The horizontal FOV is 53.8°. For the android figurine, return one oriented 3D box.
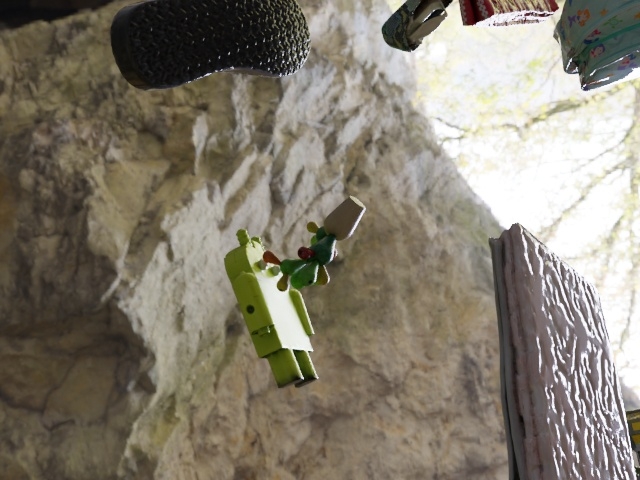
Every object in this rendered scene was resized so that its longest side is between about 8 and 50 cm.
[{"bbox_3d":[-0.081,0.109,1.050,0.056,0.273,0.248,-25,161,10],"label":"android figurine"}]

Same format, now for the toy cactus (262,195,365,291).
[{"bbox_3d":[0.000,0.000,1.045,0.180,0.112,0.219,-52,175,15],"label":"toy cactus"}]

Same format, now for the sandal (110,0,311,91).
[{"bbox_3d":[-0.177,-0.351,1.071,0.107,0.168,0.445,6,-160,36],"label":"sandal"}]

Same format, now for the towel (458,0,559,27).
[{"bbox_3d":[0.188,-0.323,0.653,0.031,0.199,0.275,-6,-166,35],"label":"towel"}]

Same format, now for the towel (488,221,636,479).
[{"bbox_3d":[0.298,0.180,0.758,0.053,0.332,0.317,-18,149,36],"label":"towel"}]

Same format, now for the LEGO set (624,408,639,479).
[{"bbox_3d":[0.547,0.428,1.106,0.192,0.255,0.331,-23,153,33],"label":"LEGO set"}]

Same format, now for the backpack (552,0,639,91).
[{"bbox_3d":[0.563,-0.406,1.170,0.225,0.191,0.253,-15,163,9],"label":"backpack"}]

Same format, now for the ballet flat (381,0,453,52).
[{"bbox_3d":[0.168,-0.336,0.875,0.188,0.070,0.070,-49,-173,13],"label":"ballet flat"}]
